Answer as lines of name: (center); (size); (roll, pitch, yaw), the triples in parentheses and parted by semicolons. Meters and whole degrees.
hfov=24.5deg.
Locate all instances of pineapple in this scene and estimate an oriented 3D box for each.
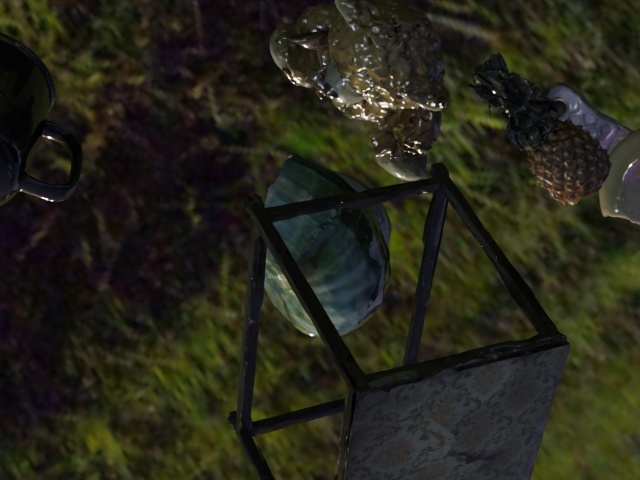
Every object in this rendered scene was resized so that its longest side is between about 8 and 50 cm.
pineapple: (0.202, -0.106, 1.378); (0.074, 0.159, 0.074); (-40, -167, 11)

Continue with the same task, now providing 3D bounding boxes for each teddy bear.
teddy bear: (0.070, -0.208, 1.779); (0.156, 0.267, 0.256); (-45, 180, -2)

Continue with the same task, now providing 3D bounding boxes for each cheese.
cheese: (0.366, -0.077, 1.661); (0.163, 0.286, 0.082); (-58, 166, 16)

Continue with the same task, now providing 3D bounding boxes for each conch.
conch: (0.000, 0.000, 1.648); (0.195, 0.220, 0.277); (-2, -166, 31)

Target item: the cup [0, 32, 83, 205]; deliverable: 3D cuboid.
cup: (-0.367, -0.124, 1.646); (0.169, 0.223, 0.176); (-56, -167, 46)

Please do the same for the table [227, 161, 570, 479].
table: (0.061, 0.146, 1.484); (0.222, 0.272, 0.335); (-11, 135, -20)
